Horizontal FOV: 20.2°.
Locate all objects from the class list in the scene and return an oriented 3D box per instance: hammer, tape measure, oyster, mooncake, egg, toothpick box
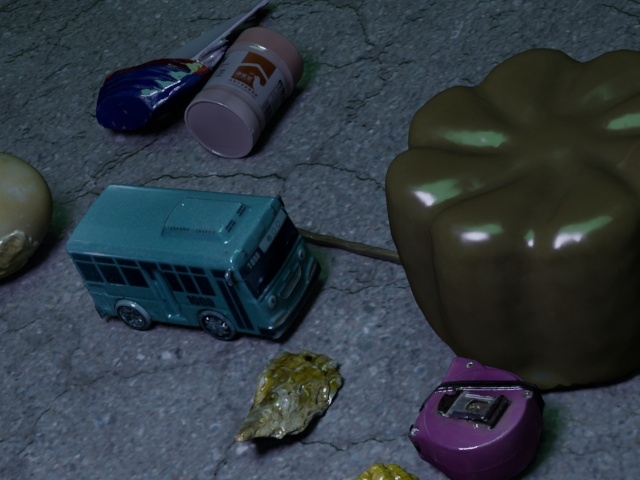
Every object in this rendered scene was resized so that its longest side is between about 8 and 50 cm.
[{"bbox_3d":[0.000,0.000,2.063,0.292,0.029,0.058,14,52,36],"label":"hammer"},{"bbox_3d":[0.150,0.175,1.730,0.125,0.074,0.118,8,48,37],"label":"tape measure"},{"bbox_3d":[-0.040,0.163,1.879,0.146,0.045,0.121,-32,24,-13],"label":"oyster"},{"bbox_3d":[0.254,-0.041,1.838,0.378,0.201,0.378,-13,39,11],"label":"mooncake"},{"bbox_3d":[-0.425,-0.026,2.200,0.201,0.164,0.164,-19,37,9],"label":"egg"},{"bbox_3d":[-0.096,-0.187,2.275,0.098,0.098,0.149,5,46,32],"label":"toothpick box"}]

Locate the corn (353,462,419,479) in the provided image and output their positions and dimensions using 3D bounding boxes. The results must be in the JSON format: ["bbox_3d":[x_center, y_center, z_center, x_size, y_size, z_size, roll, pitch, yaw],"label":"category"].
[{"bbox_3d":[0.106,0.301,1.585,0.101,0.101,0.291,-31,39,-11],"label":"corn"}]

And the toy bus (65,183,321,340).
[{"bbox_3d":[-0.144,0.019,2.011,0.256,0.147,0.128,5,47,33],"label":"toy bus"}]

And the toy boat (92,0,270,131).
[{"bbox_3d":[-0.198,-0.243,2.412,0.219,0.072,0.318,-20,23,27],"label":"toy boat"}]
